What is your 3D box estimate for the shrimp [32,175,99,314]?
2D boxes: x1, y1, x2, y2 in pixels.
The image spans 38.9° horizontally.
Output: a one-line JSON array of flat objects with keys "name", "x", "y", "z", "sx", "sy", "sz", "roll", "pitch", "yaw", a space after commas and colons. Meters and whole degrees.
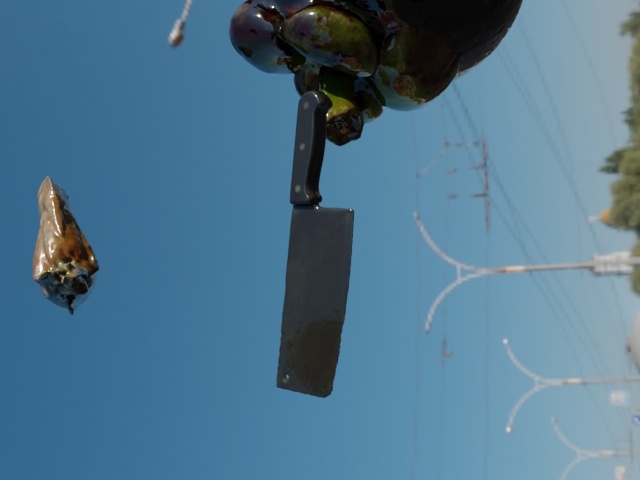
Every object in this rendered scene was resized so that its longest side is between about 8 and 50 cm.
[{"name": "shrimp", "x": -0.325, "y": 0.005, "z": 1.126, "sx": 0.317, "sy": 0.077, "sz": 0.168, "roll": -162, "pitch": 58, "yaw": -72}]

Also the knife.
[{"name": "knife", "x": 0.000, "y": 0.000, "z": 0.720, "sx": 0.019, "sy": 0.072, "sz": 0.245, "roll": 6, "pitch": -92, "yaw": -46}]

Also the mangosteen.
[{"name": "mangosteen", "x": 0.047, "y": -0.275, "z": 0.925, "sx": 0.297, "sy": 0.313, "sz": 0.297, "roll": 58, "pitch": -179, "yaw": -2}]
